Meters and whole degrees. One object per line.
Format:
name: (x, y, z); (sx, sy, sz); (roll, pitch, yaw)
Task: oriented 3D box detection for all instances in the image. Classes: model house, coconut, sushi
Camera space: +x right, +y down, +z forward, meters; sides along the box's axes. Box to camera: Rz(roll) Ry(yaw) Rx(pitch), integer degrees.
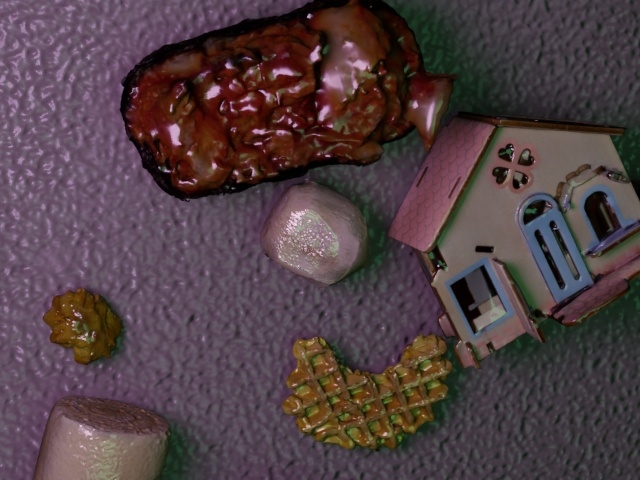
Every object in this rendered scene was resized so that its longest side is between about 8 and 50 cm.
model house: (0.238, -0.042, 1.684); (0.326, 0.169, 0.244); (-30, 105, -8)
coconut: (0.000, 0.000, 1.653); (0.124, 0.110, 0.110); (31, 91, -14)
sushi: (-0.032, -0.140, 1.578); (0.343, 0.182, 0.196); (-17, 112, -10)

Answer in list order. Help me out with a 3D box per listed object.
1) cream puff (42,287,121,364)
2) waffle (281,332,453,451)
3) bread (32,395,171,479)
cream puff: (-0.252, 0.092, 1.617); (0.083, 0.058, 0.083); (-12, 102, -16)
waffle: (0.053, 0.164, 1.726); (0.194, 0.051, 0.149); (11, 102, -17)
bread: (-0.236, 0.248, 1.604); (0.134, 0.148, 0.141); (14, 97, -3)
